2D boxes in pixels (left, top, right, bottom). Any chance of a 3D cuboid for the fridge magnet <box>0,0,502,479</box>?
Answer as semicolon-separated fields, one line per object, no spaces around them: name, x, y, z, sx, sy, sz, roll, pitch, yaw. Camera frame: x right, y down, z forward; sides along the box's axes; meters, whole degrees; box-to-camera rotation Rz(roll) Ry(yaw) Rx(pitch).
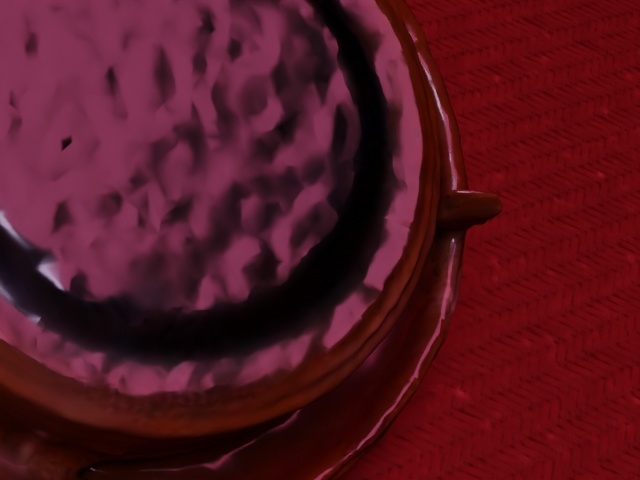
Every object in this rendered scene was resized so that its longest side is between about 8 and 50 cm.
fridge magnet;-0.090;-0.039;0.764;0.364;0.155;0.363;6;74;-21
